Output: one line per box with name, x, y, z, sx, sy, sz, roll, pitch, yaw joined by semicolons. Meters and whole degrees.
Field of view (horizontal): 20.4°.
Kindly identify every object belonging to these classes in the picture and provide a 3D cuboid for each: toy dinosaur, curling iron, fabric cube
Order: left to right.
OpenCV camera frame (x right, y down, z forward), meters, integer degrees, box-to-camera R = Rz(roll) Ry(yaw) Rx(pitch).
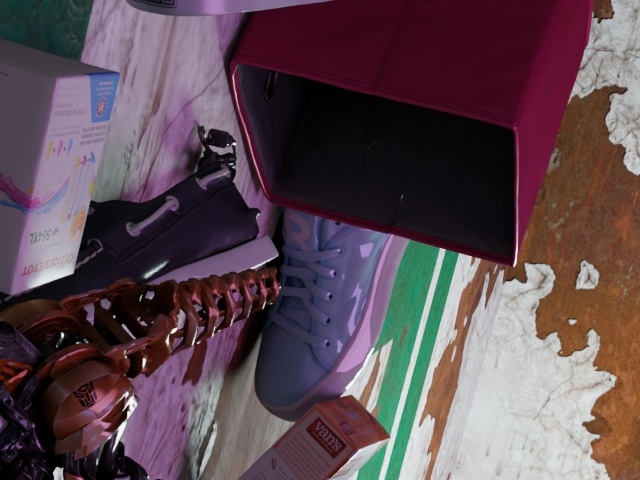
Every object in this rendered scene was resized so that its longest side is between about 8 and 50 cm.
toy dinosaur;-0.158;0.111;1.035;0.218;0.322;0.164;93;-20;-50
curling iron;-0.126;-0.014;1.387;0.274;0.035;0.068;-55;153;-54
fabric cube;0.093;-0.170;1.599;0.254;0.259;0.258;77;30;-63

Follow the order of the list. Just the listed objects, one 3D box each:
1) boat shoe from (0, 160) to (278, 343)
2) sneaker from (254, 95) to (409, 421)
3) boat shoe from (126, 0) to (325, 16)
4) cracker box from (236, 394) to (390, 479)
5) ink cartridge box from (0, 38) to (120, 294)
boat shoe;-0.148;0.015;1.220;0.302;0.114;0.091;-22;85;-59
sneaker;0.000;0.000;1.791;0.150;0.135;0.366;25;87;-45
boat shoe;-0.040;-0.235;1.310;0.306;0.113;0.105;-20;121;-54
cracker box;-0.045;0.256;1.755;0.232;0.067;0.156;-46;169;9
ink cartridge box;-0.185;-0.037;1.011;0.092;0.090;0.143;-24;129;-72
